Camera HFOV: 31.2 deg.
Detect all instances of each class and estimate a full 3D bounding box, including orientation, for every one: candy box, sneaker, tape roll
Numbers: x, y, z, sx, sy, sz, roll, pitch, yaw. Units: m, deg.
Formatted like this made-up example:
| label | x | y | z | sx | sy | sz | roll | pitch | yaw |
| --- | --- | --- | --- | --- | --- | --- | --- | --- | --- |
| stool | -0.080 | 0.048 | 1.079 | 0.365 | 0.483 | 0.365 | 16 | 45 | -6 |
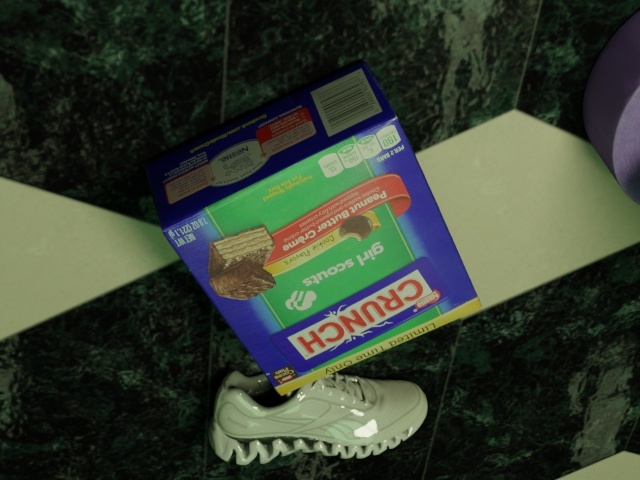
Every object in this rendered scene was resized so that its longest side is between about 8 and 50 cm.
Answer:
| label | x | y | z | sx | sy | sz | roll | pitch | yaw |
| --- | --- | --- | --- | --- | --- | --- | --- | --- | --- |
| candy box | 0.000 | 0.000 | 1.272 | 0.268 | 0.122 | 0.317 | -25 | 134 | 5 |
| sneaker | 0.002 | 0.213 | 1.482 | 0.292 | 0.110 | 0.118 | -5 | 123 | -14 |
| tape roll | 0.441 | -0.159 | 1.291 | 0.274 | 0.090 | 0.275 | -9 | 132 | -10 |
